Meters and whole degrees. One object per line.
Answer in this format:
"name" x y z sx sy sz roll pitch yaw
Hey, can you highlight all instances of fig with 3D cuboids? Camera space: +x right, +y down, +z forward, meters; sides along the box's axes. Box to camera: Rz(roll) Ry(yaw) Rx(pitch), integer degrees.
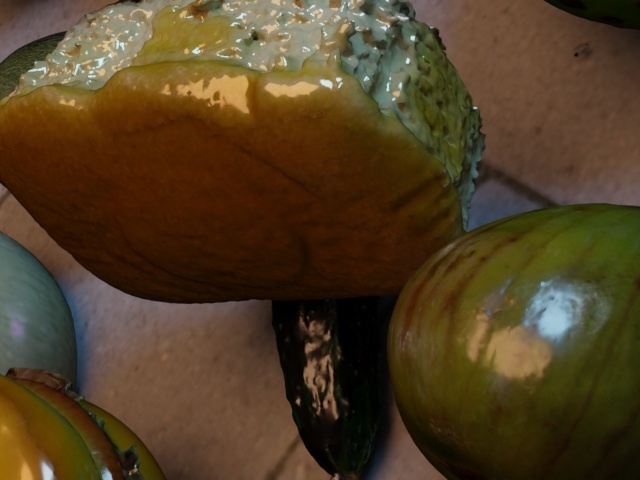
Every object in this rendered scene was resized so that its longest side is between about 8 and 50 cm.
"fig" 0.135 0.007 0.811 0.151 0.151 0.259 12 59 44

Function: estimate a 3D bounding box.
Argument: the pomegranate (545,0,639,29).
"pomegranate" 0.149 -0.233 0.857 0.254 0.270 0.254 -161 90 -73

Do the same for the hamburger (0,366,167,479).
"hamburger" -0.174 0.189 0.935 0.246 0.170 0.246 -10 71 29

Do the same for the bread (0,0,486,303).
"bread" -0.040 -0.043 0.882 0.245 0.174 0.121 -4 45 30

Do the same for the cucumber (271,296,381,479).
"cucumber" 0.000 0.000 0.978 0.067 0.067 0.294 -22 53 29

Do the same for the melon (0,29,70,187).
"melon" -0.153 -0.078 1.120 0.167 0.114 0.114 -9 60 37

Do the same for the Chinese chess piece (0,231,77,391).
"Chinese chess piece" -0.260 0.097 1.122 0.237 0.092 0.238 -20 54 31
